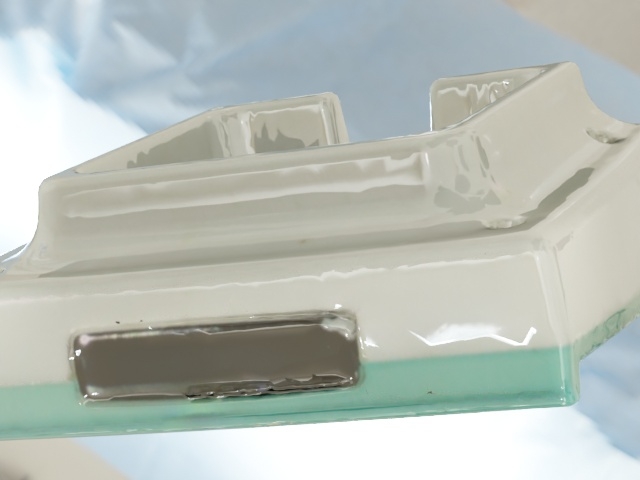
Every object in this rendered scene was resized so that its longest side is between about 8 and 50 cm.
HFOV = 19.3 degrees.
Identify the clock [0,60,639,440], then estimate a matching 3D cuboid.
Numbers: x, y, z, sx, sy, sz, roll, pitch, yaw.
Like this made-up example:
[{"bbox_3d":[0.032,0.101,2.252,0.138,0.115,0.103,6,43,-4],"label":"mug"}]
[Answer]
[{"bbox_3d":[0.000,0.000,0.763,0.262,0.231,0.116,-7,96,23],"label":"clock"}]
